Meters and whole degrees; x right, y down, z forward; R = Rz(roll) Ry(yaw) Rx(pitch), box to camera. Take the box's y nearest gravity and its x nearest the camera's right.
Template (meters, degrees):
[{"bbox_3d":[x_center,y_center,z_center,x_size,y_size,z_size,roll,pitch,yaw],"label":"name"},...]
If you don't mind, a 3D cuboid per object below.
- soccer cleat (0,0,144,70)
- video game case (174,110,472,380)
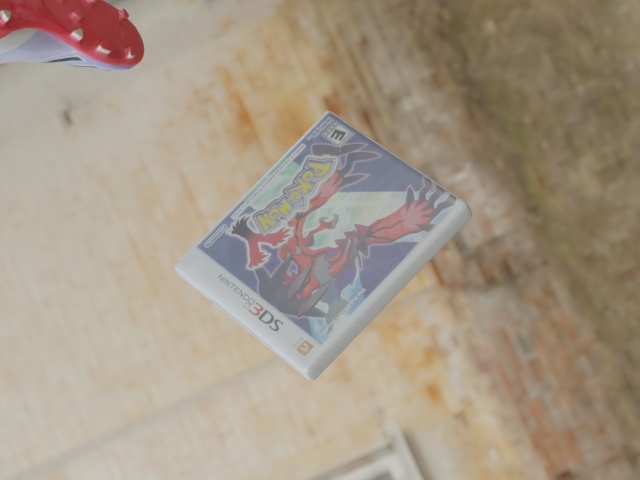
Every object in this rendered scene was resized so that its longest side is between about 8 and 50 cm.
[{"bbox_3d":[-0.292,-0.211,1.986,0.248,0.095,0.083,6,-117,-44],"label":"soccer cleat"},{"bbox_3d":[0.000,0.000,1.682,0.183,0.201,0.023,36,167,36],"label":"video game case"}]
